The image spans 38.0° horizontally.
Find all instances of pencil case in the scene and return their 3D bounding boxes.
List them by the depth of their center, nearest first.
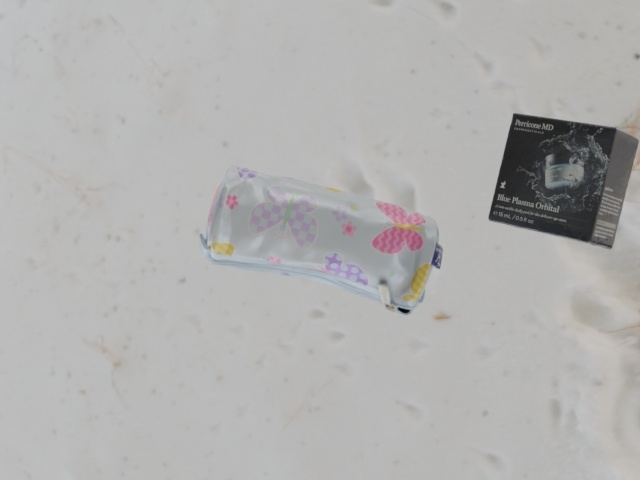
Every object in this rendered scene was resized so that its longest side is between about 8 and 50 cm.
[{"bbox_3d":[0.000,0.000,1.088,0.273,0.113,0.124,16,80,-5],"label":"pencil case"}]

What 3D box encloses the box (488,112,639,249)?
[{"bbox_3d":[0.334,-0.083,1.286,0.156,0.093,0.158,15,94,37],"label":"box"}]
